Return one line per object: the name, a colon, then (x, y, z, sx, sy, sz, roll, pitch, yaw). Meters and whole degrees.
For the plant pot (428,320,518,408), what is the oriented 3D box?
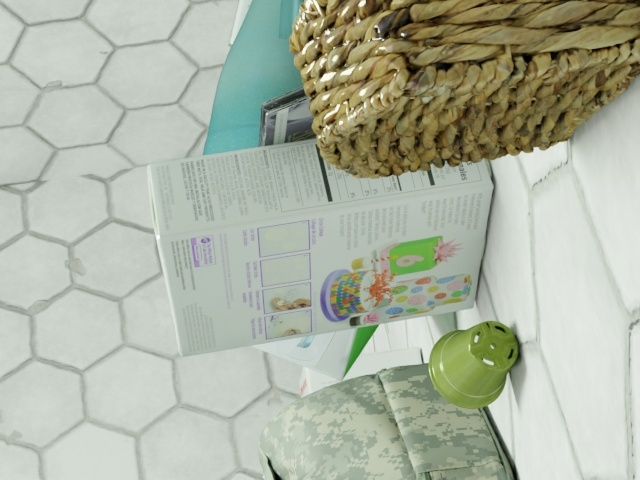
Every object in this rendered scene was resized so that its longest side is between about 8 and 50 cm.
plant pot: (0.158, 0.114, 1.458, 0.079, 0.083, 0.083, 122, 141, -63)

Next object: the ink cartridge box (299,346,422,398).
ink cartridge box: (0.071, 0.284, 2.104, 0.171, 0.168, 0.233, 107, 154, -76)

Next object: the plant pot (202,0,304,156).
plant pot: (0.002, -0.179, 1.729, 0.271, 0.271, 0.255, 119, 156, -81)

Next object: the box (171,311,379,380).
box: (-0.027, 0.032, 1.852, 0.262, 0.231, 0.127, -51, -22, -63)

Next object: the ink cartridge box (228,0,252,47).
ink cartridge box: (-0.021, -0.330, 1.881, 0.087, 0.153, 0.208, -138, 62, -81)

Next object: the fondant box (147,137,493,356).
fondant box: (0.000, 0.000, 1.526, 0.238, 0.330, 0.096, 89, 171, -57)

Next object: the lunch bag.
lunch bag: (0.068, 0.289, 1.668, 0.305, 0.256, 0.213, -108, 11, -63)

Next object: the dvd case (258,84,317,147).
dvd case: (0.043, -0.146, 1.448, 0.164, 0.221, 0.018, 107, 139, -78)

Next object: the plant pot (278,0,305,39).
plant pot: (0.046, -0.322, 1.505, 0.165, 0.165, 0.234, -127, 37, -79)

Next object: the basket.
basket: (0.080, -0.179, 1.016, 0.299, 0.213, 0.223, 123, 138, -82)
